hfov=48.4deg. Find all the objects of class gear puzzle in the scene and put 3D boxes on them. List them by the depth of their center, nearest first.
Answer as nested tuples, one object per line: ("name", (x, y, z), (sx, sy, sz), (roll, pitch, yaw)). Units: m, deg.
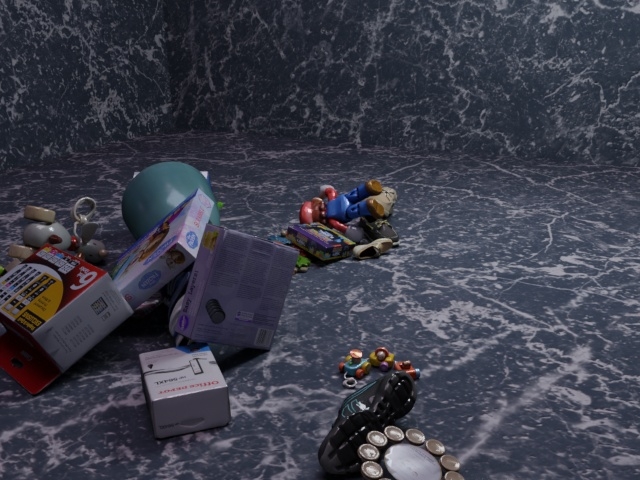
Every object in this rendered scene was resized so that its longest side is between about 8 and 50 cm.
("gear puzzle", (-0.110, 0.041, 2.163), (0.175, 0.044, 0.339), (9, 20, 6))

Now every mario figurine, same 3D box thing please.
("mario figurine", (0.073, -0.097, 2.392), (0.320, 0.170, 0.198), (-16, 29, 32))

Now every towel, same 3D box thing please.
("towel", (-0.494, 0.155, 1.913), (0.144, 0.029, 0.197), (5, 20, 16))

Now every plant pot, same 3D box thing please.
("plant pot", (-0.439, -0.061, 2.170), (0.292, 0.293, 0.235), (-9, 32, -22))

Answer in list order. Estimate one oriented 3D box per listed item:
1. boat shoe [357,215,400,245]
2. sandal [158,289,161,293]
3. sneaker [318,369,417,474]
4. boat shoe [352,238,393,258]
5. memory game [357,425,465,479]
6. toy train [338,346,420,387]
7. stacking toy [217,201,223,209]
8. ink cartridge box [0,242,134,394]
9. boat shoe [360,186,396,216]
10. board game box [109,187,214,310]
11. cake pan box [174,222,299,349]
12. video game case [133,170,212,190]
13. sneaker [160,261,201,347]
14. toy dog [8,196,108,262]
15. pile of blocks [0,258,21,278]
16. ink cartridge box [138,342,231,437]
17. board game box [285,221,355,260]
("boat shoe", (0.192, -0.041, 2.371), (0.081, 0.069, 0.227), (-9, 20, -24))
("sandal", (-0.306, 0.101, 1.978), (0.302, 0.086, 0.120), (-15, 24, -16))
("sneaker", (0.075, 0.335, 1.293), (0.106, 0.101, 0.267), (-23, 6, 44))
("boat shoe", (0.168, 0.031, 2.205), (0.135, 0.050, 0.045), (-18, 26, -14))
("memory game", (0.150, 0.376, 1.178), (0.186, 0.012, 0.186), (11, 27, -6))
("toy train", (0.123, 0.266, 1.520), (0.166, 0.046, 0.125), (-4, 19, -10))
("stacking toy", (-0.505, -0.141, 2.739), (0.221, 0.052, 0.167), (-13, 22, -31))
("ink cartridge box", (-0.626, 0.165, 1.601), (0.309, 0.130, 0.272), (16, 50, 44))
("boat shoe", (0.214, -0.146, 2.521), (0.109, 0.098, 0.302), (22, 9, 13))
("board game box", (-0.421, 0.043, 1.801), (0.318, 0.066, 0.318), (-38, 21, 17))
("cake pan box", (-0.173, 0.109, 1.574), (0.070, 0.246, 0.266), (17, 0, 40))
("video game case", (-0.485, -0.128, 2.411), (0.244, 0.270, 0.061), (0, 56, 1))
("sneaker", (-0.331, 0.169, 1.716), (0.322, 0.130, 0.236), (-32, 34, 48))
("toy dog", (-0.726, 0.003, 2.064), (0.160, 0.220, 0.333), (13, 15, 28))
("pile of blocks", (-0.797, 0.132, 1.929), (0.361, 0.149, 0.113), (9, -23, 3))
("ink cartridge box", (-0.272, 0.291, 1.413), (0.148, 0.086, 0.203), (-8, 19, -19))
("board game box", (0.000, 0.000, 2.215), (0.170, 0.048, 0.141), (30, 23, 35))
